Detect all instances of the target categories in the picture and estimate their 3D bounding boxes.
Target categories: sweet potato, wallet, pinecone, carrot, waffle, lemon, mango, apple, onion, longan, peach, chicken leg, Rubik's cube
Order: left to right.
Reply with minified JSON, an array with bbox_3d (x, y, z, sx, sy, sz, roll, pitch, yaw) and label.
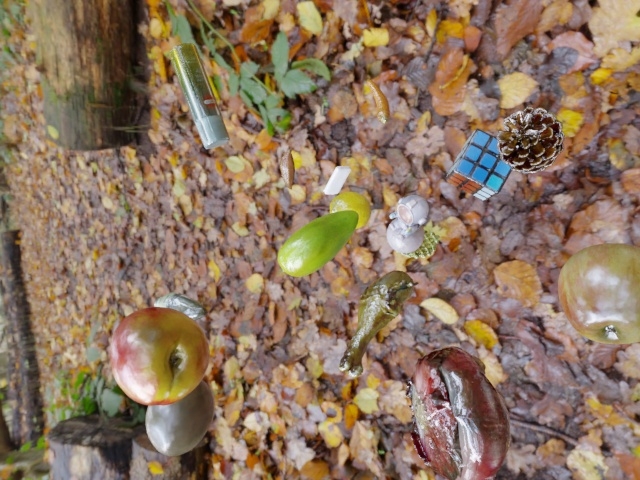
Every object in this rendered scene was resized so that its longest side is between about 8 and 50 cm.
[{"bbox_3d":[-0.321,0.227,0.868,0.192,0.190,0.190,-1,95,56],"label":"peach"},{"bbox_3d":[-0.393,0.484,1.223,0.198,0.212,0.198,16,140,14],"label":"longan"},{"bbox_3d":[-0.073,-0.159,0.983,0.034,0.034,0.095,29,128,47],"label":"sweet potato"},{"bbox_3d":[0.000,0.000,1.576,0.156,0.343,0.192,49,168,8],"label":"mango"},{"bbox_3d":[0.085,-0.307,2.239,0.033,0.095,0.190,62,143,31],"label":"wallet"},{"bbox_3d":[0.135,-0.135,1.984,0.180,0.193,0.181,173,90,-79],"label":"lemon"},{"bbox_3d":[0.165,0.248,1.403,0.140,0.211,0.361,36,87,6],"label":"chicken leg"},{"bbox_3d":[0.273,-0.648,2.010,0.066,0.062,0.271,-32,58,41],"label":"carrot"},{"bbox_3d":[0.422,0.014,1.887,0.169,0.183,0.036,15,138,35],"label":"waffle"},{"bbox_3d":[0.291,0.338,0.866,0.272,0.195,0.272,178,90,-76],"label":"onion"},{"bbox_3d":[0.530,-0.244,1.433,0.160,0.163,0.162,30,88,7],"label":"Rubik's cube"},{"bbox_3d":[0.515,-0.255,1.084,0.163,0.165,0.163,-5,81,36],"label":"pinecone"},{"bbox_3d":[0.774,0.144,1.163,0.256,0.234,0.257,19,146,13],"label":"apple"}]

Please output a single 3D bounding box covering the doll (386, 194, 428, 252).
[{"bbox_3d":[0.324,-0.064,1.589,0.287,0.151,0.151,90,154,-60],"label":"doll"}]

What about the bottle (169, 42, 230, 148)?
[{"bbox_3d":[-0.344,-0.409,1.250,0.082,0.082,0.286,-15,97,53],"label":"bottle"}]

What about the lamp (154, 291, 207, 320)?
[{"bbox_3d":[-0.472,0.225,1.467,0.250,0.101,0.101,1,97,37],"label":"lamp"}]
